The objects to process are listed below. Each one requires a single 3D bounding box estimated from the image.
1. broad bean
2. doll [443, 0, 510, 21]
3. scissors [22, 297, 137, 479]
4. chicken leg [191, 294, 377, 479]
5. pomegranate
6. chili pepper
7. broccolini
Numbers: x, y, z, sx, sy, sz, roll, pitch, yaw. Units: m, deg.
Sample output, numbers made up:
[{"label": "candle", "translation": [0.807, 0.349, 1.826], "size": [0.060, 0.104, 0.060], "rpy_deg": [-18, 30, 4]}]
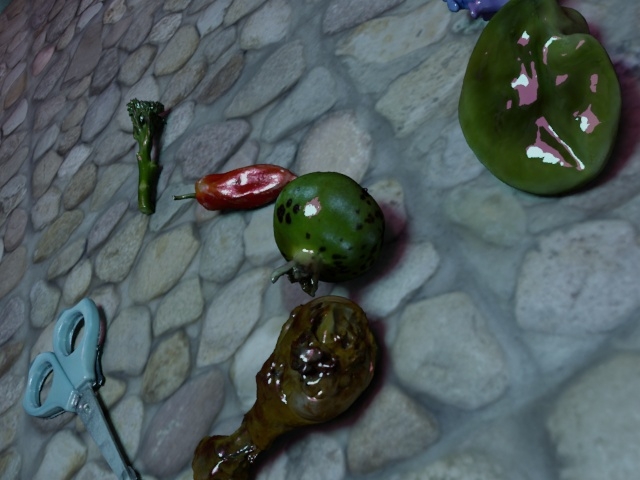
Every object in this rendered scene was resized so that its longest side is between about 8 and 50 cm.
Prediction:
[{"label": "broad bean", "translation": [0.201, -0.140, 0.623], "size": [0.153, 0.072, 0.206], "rpy_deg": [-26, 50, 44]}, {"label": "doll", "translation": [0.188, -0.289, 0.735], "size": [0.110, 0.067, 0.206], "rpy_deg": [-43, 33, 0]}, {"label": "scissors", "translation": [-0.314, 0.219, 0.889], "size": [0.360, 0.029, 0.191], "rpy_deg": [34, 93, 45]}, {"label": "chicken leg", "translation": [-0.040, 0.160, 0.652], "size": [0.251, 0.087, 0.107], "rpy_deg": [-49, 22, 16]}, {"label": "pomegranate", "translation": [0.000, 0.000, 0.669], "size": [0.122, 0.122, 0.161], "rpy_deg": [-7, 37, 39]}, {"label": "chili pepper", "translation": [-0.110, -0.069, 0.871], "size": [0.191, 0.050, 0.059], "rpy_deg": [-6, 58, 26]}, {"label": "broccolini", "translation": [-0.286, -0.133, 1.071], "size": [0.058, 0.067, 0.216], "rpy_deg": [-24, 60, 33]}]
